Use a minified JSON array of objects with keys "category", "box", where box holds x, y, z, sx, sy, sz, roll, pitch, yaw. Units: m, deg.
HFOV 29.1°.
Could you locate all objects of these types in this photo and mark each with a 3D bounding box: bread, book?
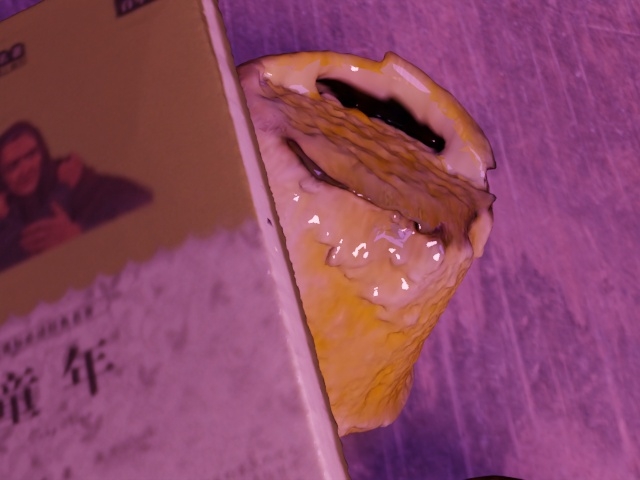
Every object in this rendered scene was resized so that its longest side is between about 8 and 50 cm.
[{"category":"bread","box":[-0.002,-0.001,0.685,0.197,0.170,0.197,23,38,-19]},{"category":"book","box":[-0.127,0.040,0.575,0.035,0.239,0.352,44,27,-59]}]

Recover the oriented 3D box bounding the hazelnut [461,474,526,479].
[{"category":"hazelnut","box":[0.111,0.219,0.594,0.210,0.186,0.210,15,36,-11]}]
